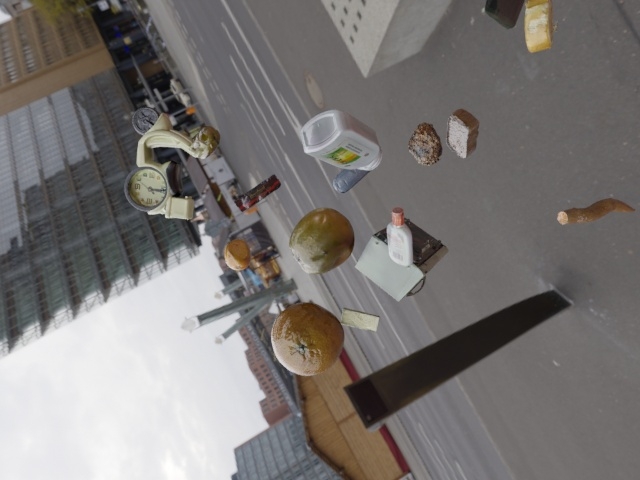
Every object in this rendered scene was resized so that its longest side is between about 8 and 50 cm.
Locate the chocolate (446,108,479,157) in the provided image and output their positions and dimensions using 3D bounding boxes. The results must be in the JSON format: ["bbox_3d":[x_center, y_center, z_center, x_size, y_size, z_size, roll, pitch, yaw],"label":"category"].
[{"bbox_3d":[0.678,-0.505,1.997,0.148,0.093,0.214,55,174,31],"label":"chocolate"}]

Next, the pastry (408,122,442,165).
[{"bbox_3d":[0.620,-0.578,2.556,0.275,0.193,0.274,-25,-90,-87],"label":"pastry"}]

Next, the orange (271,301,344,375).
[{"bbox_3d":[-0.045,0.333,1.435,0.264,0.264,0.264,59,171,15],"label":"orange"}]

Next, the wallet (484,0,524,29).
[{"bbox_3d":[0.581,-0.789,1.271,0.052,0.169,0.245,31,111,49],"label":"wallet"}]

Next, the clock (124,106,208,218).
[{"bbox_3d":[-0.559,-0.276,1.530,0.120,0.277,0.378,-74,-5,-84],"label":"clock"}]

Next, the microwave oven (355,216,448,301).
[{"bbox_3d":[0.428,0.078,2.146,0.333,0.394,0.247,39,123,17],"label":"microwave oven"}]

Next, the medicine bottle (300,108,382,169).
[{"bbox_3d":[0.089,-0.324,1.424,0.324,0.179,0.124,6,-114,-56],"label":"medicine bottle"}]

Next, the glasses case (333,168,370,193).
[{"bbox_3d":[0.186,-0.373,2.295,0.109,0.282,0.067,48,178,-32],"label":"glasses case"}]

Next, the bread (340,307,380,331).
[{"bbox_3d":[0.158,0.315,1.672,0.028,0.154,0.068,-32,-47,-77],"label":"bread"}]

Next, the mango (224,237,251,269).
[{"bbox_3d":[-0.390,0.061,1.995,0.141,0.102,0.217,37,-157,-17],"label":"mango"}]

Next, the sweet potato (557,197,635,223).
[{"bbox_3d":[0.970,-0.107,1.471,0.059,0.281,0.067,86,166,-47],"label":"sweet potato"}]

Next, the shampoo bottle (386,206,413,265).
[{"bbox_3d":[0.277,-0.014,1.478,0.108,0.051,0.220,34,145,45],"label":"shampoo bottle"}]

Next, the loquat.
[{"bbox_3d":[0.000,0.000,1.772,0.276,0.284,0.276,40,151,27],"label":"loquat"}]

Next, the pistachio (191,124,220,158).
[{"bbox_3d":[-0.456,-0.392,1.684,0.100,0.110,0.189,53,141,-11],"label":"pistachio"}]

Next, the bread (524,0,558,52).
[{"bbox_3d":[0.624,-0.617,1.193,0.073,0.122,0.149,0,97,36],"label":"bread"}]

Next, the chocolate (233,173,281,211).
[{"bbox_3d":[-0.224,-0.168,1.521,0.028,0.182,0.086,56,176,30],"label":"chocolate"}]
